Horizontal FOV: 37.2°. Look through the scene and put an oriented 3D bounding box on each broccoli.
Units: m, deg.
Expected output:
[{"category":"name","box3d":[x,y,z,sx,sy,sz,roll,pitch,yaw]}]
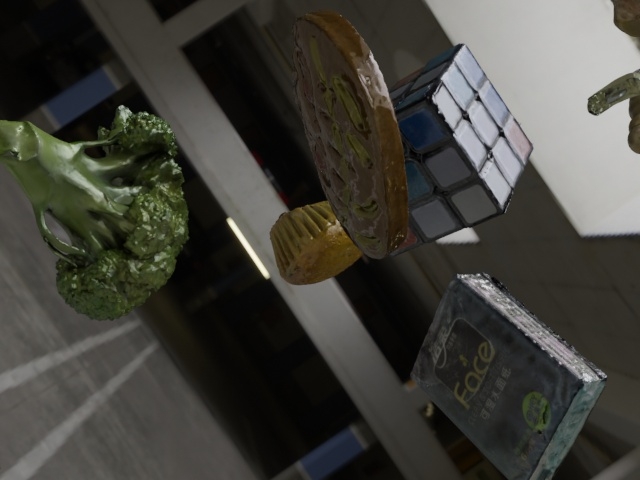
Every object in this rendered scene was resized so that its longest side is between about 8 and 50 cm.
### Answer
[{"category":"broccoli","box3d":[-0.271,-0.062,1.270,0.186,0.254,0.302,20,-43,36]}]

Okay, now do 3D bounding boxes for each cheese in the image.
[{"category":"cheese","box3d":[0.701,-0.355,2.175,0.127,0.235,0.049,-23,-81,41]}]

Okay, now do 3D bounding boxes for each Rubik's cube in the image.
[{"category":"Rubik's cube","box3d":[0.270,-0.225,2.381,0.362,0.359,0.363,51,37,-14]}]

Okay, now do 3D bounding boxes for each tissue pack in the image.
[{"category":"tissue pack","box3d":[0.226,0.171,1.186,0.073,0.173,0.235,1,31,-38]}]

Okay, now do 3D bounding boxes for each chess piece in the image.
[{"category":"chess piece","box3d":[0.738,-0.268,2.168,0.094,0.170,0.094,16,-41,14]}]

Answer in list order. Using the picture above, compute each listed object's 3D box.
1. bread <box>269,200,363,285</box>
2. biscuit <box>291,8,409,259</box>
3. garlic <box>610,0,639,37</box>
[{"category":"bread","box3d":[0.004,0.002,2.116,0.139,0.240,0.240,57,-3,23]},{"category":"biscuit","box3d":[0.025,-0.159,1.431,0.350,0.070,0.394,-128,-160,-50]},{"category":"garlic","box3d":[0.693,-0.474,1.865,0.281,0.184,0.203,28,17,34]}]
